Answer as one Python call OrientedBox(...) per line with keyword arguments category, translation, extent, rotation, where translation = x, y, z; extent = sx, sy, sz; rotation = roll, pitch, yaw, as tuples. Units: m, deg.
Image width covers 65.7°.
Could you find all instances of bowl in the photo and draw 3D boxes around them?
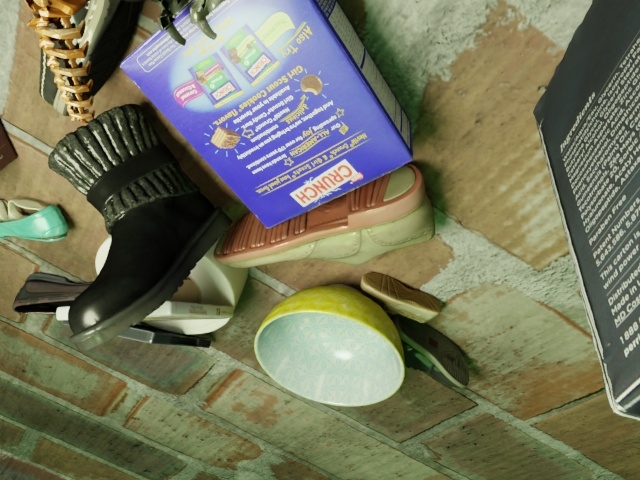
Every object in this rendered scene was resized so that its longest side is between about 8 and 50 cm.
OrientedBox(category="bowl", translation=(0.028, 0.180, 0.978), extent=(0.289, 0.156, 0.289), rotation=(8, 132, 9))

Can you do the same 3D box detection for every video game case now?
OrientedBox(category="video game case", translation=(-0.379, 0.199, 1.067), extent=(0.196, 0.026, 0.274), rotation=(9, 169, 13))
OrientedBox(category="video game case", translation=(-0.305, 0.131, 0.891), extent=(0.227, 0.026, 0.206), rotation=(-6, 169, 18))

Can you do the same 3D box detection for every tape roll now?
OrientedBox(category="tape roll", translation=(-0.295, 0.062, 0.996), extent=(0.286, 0.100, 0.286), rotation=(7, 132, 7))

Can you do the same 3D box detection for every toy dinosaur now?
OrientedBox(category="toy dinosaur", translation=(-0.205, -0.287, 0.468), extent=(0.218, 0.164, 0.322), rotation=(3, 124, -42))

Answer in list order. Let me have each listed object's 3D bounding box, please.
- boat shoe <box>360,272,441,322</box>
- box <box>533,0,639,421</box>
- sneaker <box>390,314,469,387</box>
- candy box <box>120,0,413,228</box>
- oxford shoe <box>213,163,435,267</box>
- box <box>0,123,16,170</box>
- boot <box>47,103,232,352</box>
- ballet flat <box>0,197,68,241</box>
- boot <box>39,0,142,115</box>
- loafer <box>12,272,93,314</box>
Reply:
OrientedBox(category="boat shoe", translation=(0.148, 0.118, 0.960), extent=(0.170, 0.063, 0.059), rotation=(24, 126, -8))
OrientedBox(category="box", translation=(0.507, -0.058, 0.442), extent=(0.480, 0.472, 0.297), rotation=(16, 131, 0))
OrientedBox(category="sneaker", translation=(0.207, 0.243, 1.054), extent=(0.222, 0.083, 0.118), rotation=(41, 133, -10))
OrientedBox(category="candy box", translation=(-0.061, -0.200, 0.694), extent=(0.268, 0.122, 0.317), rotation=(-23, 120, 28))
OrientedBox(category="oxford shoe", translation=(0.000, 0.000, 0.846), extent=(0.397, 0.140, 0.146), rotation=(-13, 131, 24))
OrientedBox(category="box", translation=(-0.664, -0.186, 0.821), extent=(0.167, 0.168, 0.203), rotation=(7, 131, 9))
OrientedBox(category="boot", translation=(-0.306, -0.033, 0.729), extent=(0.131, 0.348, 0.260), rotation=(-27, 110, 32))
OrientedBox(category="ballet flat", translation=(-0.628, -0.043, 1.011), extent=(0.247, 0.083, 0.087), rotation=(-1, 106, 15))
OrientedBox(category="boot", translation=(-0.370, -0.371, 0.607), extent=(0.284, 0.138, 0.377), rotation=(28, 127, -12))
OrientedBox(category="loafer", translation=(-0.550, 0.151, 1.138), extent=(0.302, 0.095, 0.109), rotation=(8, 133, 7))
